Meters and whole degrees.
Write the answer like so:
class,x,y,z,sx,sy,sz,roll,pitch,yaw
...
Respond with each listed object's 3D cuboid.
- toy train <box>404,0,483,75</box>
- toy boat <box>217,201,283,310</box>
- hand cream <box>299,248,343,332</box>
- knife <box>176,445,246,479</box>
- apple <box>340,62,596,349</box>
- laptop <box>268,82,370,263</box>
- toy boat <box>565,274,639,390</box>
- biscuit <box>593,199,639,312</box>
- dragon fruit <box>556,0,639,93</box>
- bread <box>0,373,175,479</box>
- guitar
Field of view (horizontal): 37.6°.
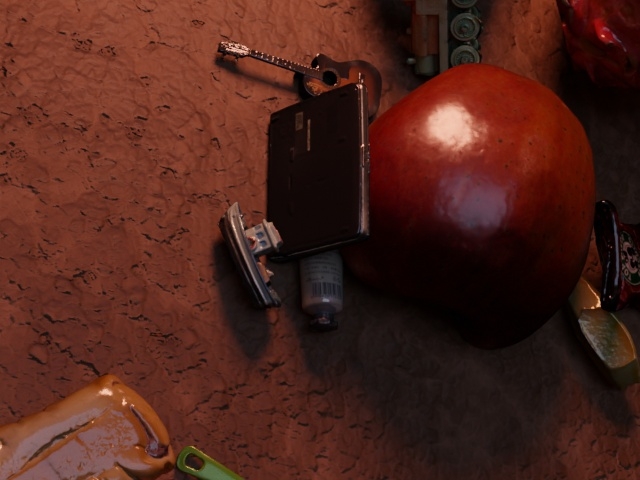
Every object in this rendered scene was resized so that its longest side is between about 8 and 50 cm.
class,x,y,z,sx,sy,sz,roll,pitch,yaw
toy train,0.164,-0.303,1.298,0.118,0.176,0.074,1,34,8
toy boat,-0.076,0.015,1.139,0.066,0.059,0.140,-25,76,-2
hand cream,0.000,0.000,1.191,0.080,0.050,0.234,8,66,-19
knife,-0.088,0.282,1.073,0.166,0.022,0.078,33,59,-10
apple,0.206,-0.053,1.241,0.295,0.329,0.365,10,57,29
laptop,-0.004,-0.084,1.161,0.026,0.154,0.207,20,63,-47
toy boat,0.385,0.124,1.296,0.065,0.066,0.172,-29,83,7
biscuit,0.439,0.030,1.325,0.235,0.063,0.151,10,64,-50
dragon fruit,0.467,-0.366,1.377,0.371,0.249,0.386,30,48,-41
bread,-0.269,0.236,0.981,0.225,0.081,0.134,-25,79,-25
guitar,-0.026,-0.224,1.261,0.233,0.025,0.088,14,68,-16
